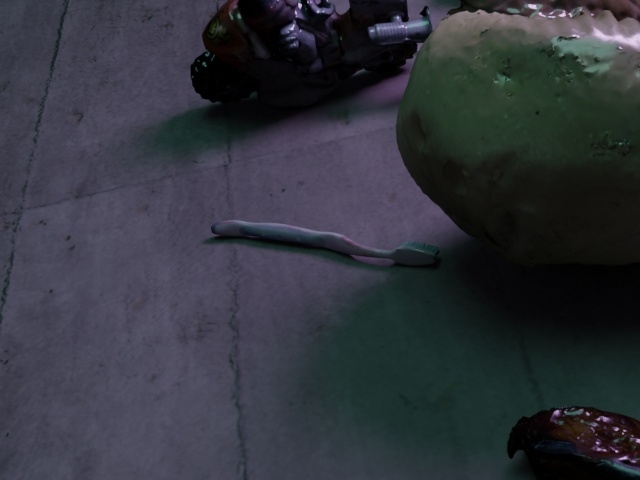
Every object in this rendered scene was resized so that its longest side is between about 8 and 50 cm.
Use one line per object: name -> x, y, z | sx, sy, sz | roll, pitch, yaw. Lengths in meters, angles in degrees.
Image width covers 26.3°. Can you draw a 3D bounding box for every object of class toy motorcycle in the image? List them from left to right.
toy motorcycle -> 0.031, -0.264, 1.641 | 0.401, 0.207, 0.134 | -9, 61, 2

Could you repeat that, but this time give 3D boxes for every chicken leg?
chicken leg -> 0.263, 0.167, 1.024 | 0.253, 0.051, 0.106 | 4, 31, 21

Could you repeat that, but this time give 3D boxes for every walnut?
walnut -> 0.261, -0.252, 1.550 | 0.231, 0.178, 0.178 | 16, 40, 11

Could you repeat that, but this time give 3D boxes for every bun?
bun -> 0.255, -0.085, 1.222 | 0.362, 0.234, 0.326 | 7, 2, -15

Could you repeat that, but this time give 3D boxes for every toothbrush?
toothbrush -> 0.000, 0.000, 1.407 | 0.269, 0.021, 0.027 | 8, 26, 30
